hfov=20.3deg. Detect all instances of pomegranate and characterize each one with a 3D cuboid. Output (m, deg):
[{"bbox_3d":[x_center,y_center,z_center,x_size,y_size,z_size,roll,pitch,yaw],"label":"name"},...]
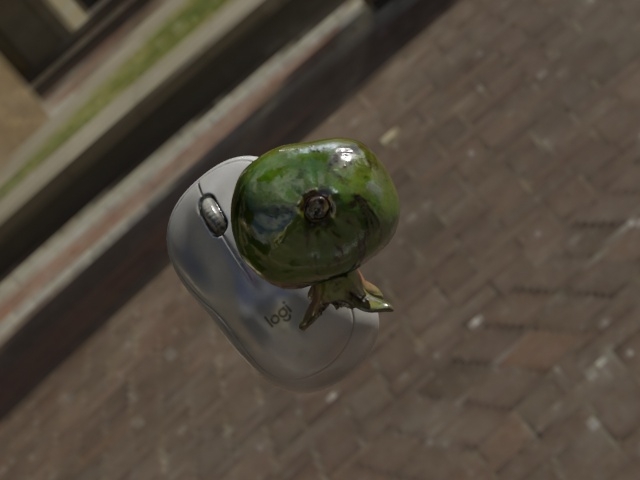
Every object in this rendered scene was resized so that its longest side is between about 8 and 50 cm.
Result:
[{"bbox_3d":[0.000,0.000,1.616,0.152,0.191,0.131,-10,38,0],"label":"pomegranate"}]

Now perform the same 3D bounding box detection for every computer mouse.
[{"bbox_3d":[-0.065,0.046,2.097,0.184,0.297,0.121,-36,-4,18],"label":"computer mouse"}]
